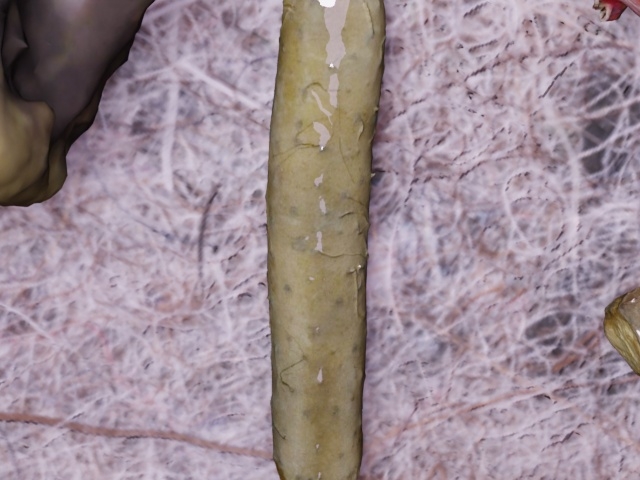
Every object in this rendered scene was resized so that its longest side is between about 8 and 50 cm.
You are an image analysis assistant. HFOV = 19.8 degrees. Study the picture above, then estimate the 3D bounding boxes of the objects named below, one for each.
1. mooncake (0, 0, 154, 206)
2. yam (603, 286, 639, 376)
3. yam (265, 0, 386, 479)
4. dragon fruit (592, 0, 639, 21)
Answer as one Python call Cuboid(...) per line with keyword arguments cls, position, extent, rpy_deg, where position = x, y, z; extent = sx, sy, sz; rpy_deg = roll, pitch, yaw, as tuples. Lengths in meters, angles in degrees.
Cuboid(cls="mooncake", position=(-0.130, -0.224, 1.047), extent=(0.394, 0.246, 0.393), rpy_deg=(-10, 89, -4))
Cuboid(cls="yam", position=(0.380, 0.000, 1.359), extent=(0.357, 0.081, 0.081), rpy_deg=(-27, 113, -1))
Cuboid(cls="yam", position=(0.000, 0.000, 1.281), extent=(0.083, 0.083, 0.371), rpy_deg=(-1, 110, -11))
Cuboid(cls="dragon fruit", position=(0.244, -0.245, 1.155), extent=(0.291, 0.250, 0.269), rpy_deg=(24, 129, -3))
